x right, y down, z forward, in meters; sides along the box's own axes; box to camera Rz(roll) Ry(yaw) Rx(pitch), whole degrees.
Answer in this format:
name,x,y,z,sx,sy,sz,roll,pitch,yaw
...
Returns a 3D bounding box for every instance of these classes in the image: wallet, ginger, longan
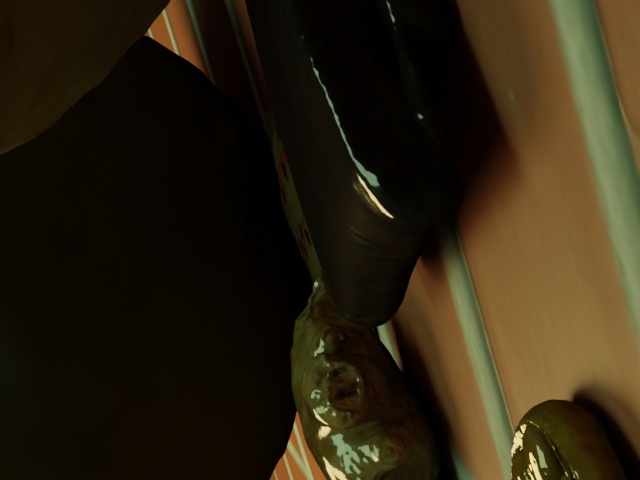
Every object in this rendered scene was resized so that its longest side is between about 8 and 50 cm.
name,x,y,z,sx,sy,sz,roll,pitch,yaw
wallet,0.003,-0.067,0.641,0.229,0.049,0.182,96,155,-77
ginger,0.035,0.118,0.809,0.214,0.059,0.133,-117,7,-57
longan,-0.204,0.054,1.141,0.436,0.404,0.404,158,93,-75

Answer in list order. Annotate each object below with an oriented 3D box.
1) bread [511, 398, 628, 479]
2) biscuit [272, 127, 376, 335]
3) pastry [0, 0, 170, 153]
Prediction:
name,x,y,z,sx,sy,sz,roll,pitch,yaw
bread,0.085,0.100,0.537,0.110,0.024,0.110,161,90,-81
biscuit,0.000,0.000,0.923,0.119,0.019,0.130,93,157,-71
pastry,-0.219,-0.196,0.617,0.313,0.388,0.388,15,136,31
